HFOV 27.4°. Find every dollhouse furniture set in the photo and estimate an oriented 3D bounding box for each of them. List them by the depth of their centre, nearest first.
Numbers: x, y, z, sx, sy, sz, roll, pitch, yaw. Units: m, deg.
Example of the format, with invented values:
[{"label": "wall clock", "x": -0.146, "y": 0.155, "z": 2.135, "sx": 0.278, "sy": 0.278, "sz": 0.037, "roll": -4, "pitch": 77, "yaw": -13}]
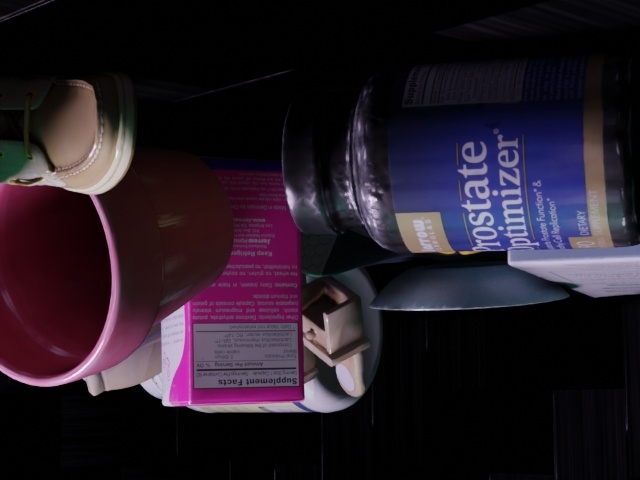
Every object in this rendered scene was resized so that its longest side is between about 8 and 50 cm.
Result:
[{"label": "dollhouse furniture set", "x": -0.172, "y": 0.139, "z": 1.426, "sx": 0.355, "sy": 0.174, "sz": 0.303, "roll": -26, "pitch": -142, "yaw": -27}]

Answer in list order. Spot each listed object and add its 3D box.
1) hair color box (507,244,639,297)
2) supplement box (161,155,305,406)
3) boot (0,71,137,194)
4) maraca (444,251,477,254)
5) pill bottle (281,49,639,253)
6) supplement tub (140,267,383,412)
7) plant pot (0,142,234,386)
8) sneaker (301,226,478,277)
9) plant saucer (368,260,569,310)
[{"label": "hair color box", "x": 0.305, "y": -0.017, "z": 1.203, "sx": 0.185, "sy": 0.113, "sz": 0.374, "roll": -3, "pitch": 172, "yaw": 22}, {"label": "supplement box", "x": -0.084, "y": 0.041, "z": 1.207, "sx": 0.114, "sy": 0.220, "sz": 0.111, "roll": 2, "pitch": 173, "yaw": -19}, {"label": "boot", "x": -0.222, "y": -0.074, "z": 0.828, "sx": 0.165, "sy": 0.077, "sz": 0.213, "roll": 6, "pitch": 177, "yaw": -34}, {"label": "maraca", "x": 0.081, "y": -0.051, "z": 0.991, "sx": 0.185, "sy": 0.099, "sz": 0.127, "roll": 31, "pitch": 169, "yaw": -38}, {"label": "pill bottle", "x": 0.093, "y": -0.053, "z": 0.836, "sx": 0.219, "sy": 0.123, "sz": 0.123, "roll": -2, "pitch": 173, "yaw": 18}, {"label": "supplement tub", "x": -0.099, "y": 0.133, "z": 1.916, "sx": 0.325, "sy": 0.235, "sz": 0.235, "roll": -6, "pitch": 172, "yaw": 35}, {"label": "plant pot", "x": -0.174, "y": 0.000, "z": 1.057, "sx": 0.201, "sy": 0.201, "sz": 0.180, "roll": -5, "pitch": -173, "yaw": 36}, {"label": "sneaker", "x": 0.072, "y": -0.016, "z": 1.348, "sx": 0.226, "sy": 0.086, "sz": 0.163, "roll": -8, "pitch": -177, "yaw": -5}, {"label": "plant saucer", "x": 0.143, "y": 0.042, "z": 1.276, "sx": 0.195, "sy": 0.037, "sz": 0.195, "roll": -3, "pitch": -179, "yaw": 0}]
